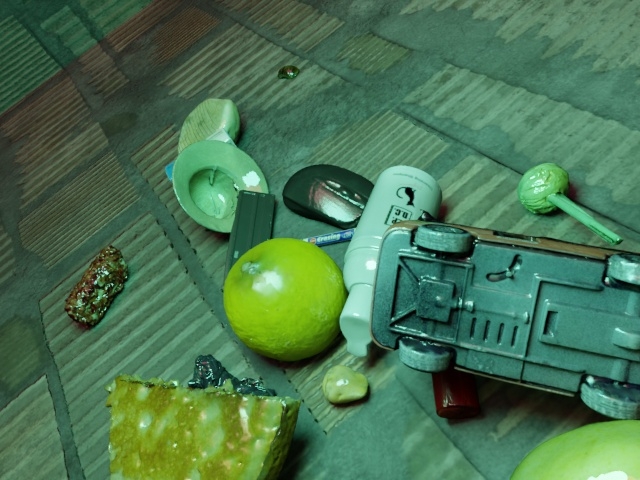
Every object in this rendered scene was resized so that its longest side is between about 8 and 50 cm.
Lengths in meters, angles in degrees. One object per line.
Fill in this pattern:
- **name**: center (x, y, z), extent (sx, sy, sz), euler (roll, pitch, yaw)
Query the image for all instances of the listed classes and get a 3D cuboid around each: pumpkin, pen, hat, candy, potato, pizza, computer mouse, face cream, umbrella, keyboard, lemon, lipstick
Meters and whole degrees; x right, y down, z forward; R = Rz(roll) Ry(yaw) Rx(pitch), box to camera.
- **pumpkin**: center (-0.109, -0.545, 1.663), extent (0.083, 0.028, 0.050), euler (4, 59, 35)
- **pen**: center (0.000, 0.000, 1.173), extent (0.204, 0.025, 0.025), euler (-11, 50, 20)
- **hat**: center (-0.272, -0.116, 1.319), extent (0.130, 0.257, 0.257), euler (-32, 34, 51)
- **candy**: center (0.422, -0.057, 0.873), extent (0.092, 0.092, 0.336), euler (-10, 20, 5)
- **potato**: center (0.044, 0.260, 0.926), extent (0.083, 0.062, 0.068), euler (9, 73, 8)
- **pizza**: center (-0.255, 0.367, 0.934), extent (0.440, 0.130, 0.406), euler (-50, 53, -2)
- **computer mouse**: center (0.008, -0.116, 1.222), extent (0.269, 0.086, 0.138), euler (19, 66, 36)
- **face cream**: center (0.122, 0.034, 0.976), extent (0.145, 0.145, 0.370), euler (2, 50, 29)
- **umbrella**: center (-0.168, 0.294, 1.002), extent (0.224, 0.071, 0.080), euler (15, 91, 30)
- **keyboard**: center (-0.165, 0.040, 1.190), extent (0.103, 0.041, 0.382), euler (9, 52, -7)
- **lemon**: center (-0.074, 0.103, 0.999), extent (0.240, 0.219, 0.241), euler (-17, 50, 21)
- **lipstick**: center (0.219, 0.166, 0.896), extent (0.073, 0.073, 0.280), euler (-14, 49, 17)

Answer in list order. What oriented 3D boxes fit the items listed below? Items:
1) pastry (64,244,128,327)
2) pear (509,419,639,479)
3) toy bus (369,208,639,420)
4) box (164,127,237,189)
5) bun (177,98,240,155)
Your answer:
- **pastry**: center (-0.572, 0.118, 1.330), extent (0.115, 0.097, 0.209), euler (5, 59, 35)
- **pear**: center (0.343, 0.340, 0.545), extent (0.308, 0.309, 0.310), euler (-14, 49, 17)
- **toy bus**: center (0.298, 0.085, 0.743), extent (0.426, 0.233, 0.203), euler (10, 101, 18)
- **box**: center (-0.300, -0.191, 1.403), extent (0.194, 0.139, 0.073), euler (-35, 46, -1)
- **bun**: center (-0.321, -0.308, 1.526), extent (0.237, 0.116, 0.210), euler (-50, 50, 4)
